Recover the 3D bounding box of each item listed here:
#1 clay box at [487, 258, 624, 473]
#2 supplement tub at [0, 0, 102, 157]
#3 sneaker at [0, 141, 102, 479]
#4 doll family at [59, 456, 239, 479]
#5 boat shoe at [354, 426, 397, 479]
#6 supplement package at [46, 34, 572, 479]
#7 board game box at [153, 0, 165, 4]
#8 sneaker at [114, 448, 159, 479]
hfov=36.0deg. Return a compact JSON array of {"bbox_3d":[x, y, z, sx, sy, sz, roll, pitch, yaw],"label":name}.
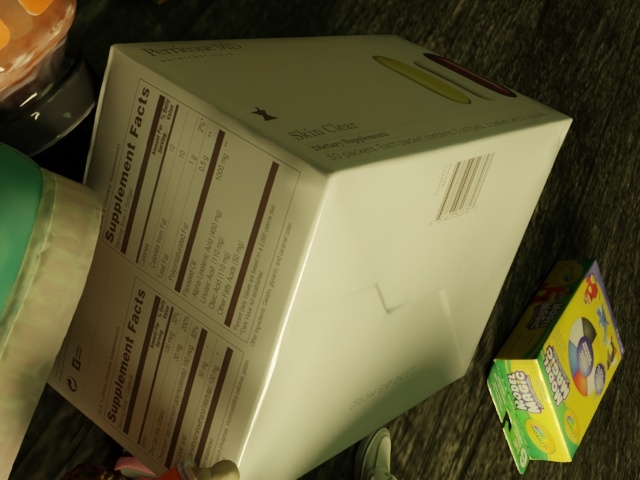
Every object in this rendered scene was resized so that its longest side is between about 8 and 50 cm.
[{"bbox_3d":[0.249,0.129,1.028,0.222,0.053,0.127,-46,121,-46],"label":"clay box"},{"bbox_3d":[-0.185,-0.129,0.452,0.198,0.106,0.106,57,45,-31],"label":"supplement tub"},{"bbox_3d":[-0.201,0.092,0.420,0.121,0.108,0.302,25,69,-28],"label":"sneaker"},{"bbox_3d":[-0.109,0.208,0.454,0.263,0.163,0.118,-60,180,-4],"label":"doll family"},{"bbox_3d":[0.045,0.193,0.768,0.035,0.035,0.100,42,55,-41],"label":"boat shoe"},{"bbox_3d":[0.000,0.000,0.579,0.262,0.145,0.204,-18,132,-52],"label":"supplement package"},{"bbox_3d":[-0.056,-0.233,0.579,0.043,0.181,0.092,40,45,4],"label":"board game box"},{"bbox_3d":[-0.077,0.124,0.617,0.119,0.047,0.057,23,56,-50],"label":"sneaker"}]
